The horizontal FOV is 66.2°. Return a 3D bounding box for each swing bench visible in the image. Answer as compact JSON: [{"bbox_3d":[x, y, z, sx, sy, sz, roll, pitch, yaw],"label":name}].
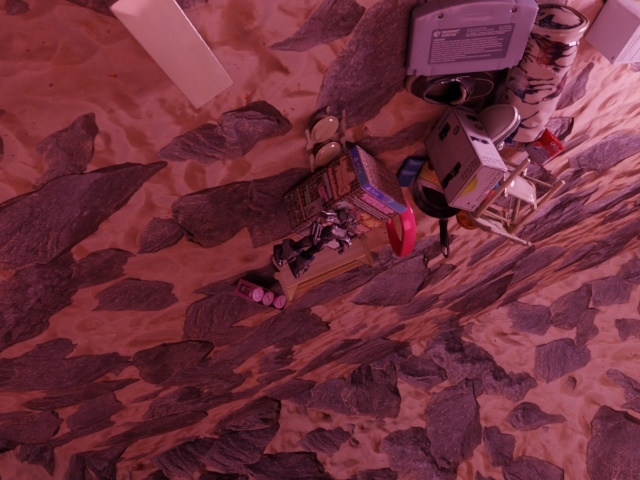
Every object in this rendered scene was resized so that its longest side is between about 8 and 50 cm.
[{"bbox_3d":[0.618,-0.137,1.615,0.253,0.165,0.254,16,105,-40],"label":"swing bench"}]

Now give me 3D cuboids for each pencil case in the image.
[{"bbox_3d":[0.590,-0.457,1.374,0.184,0.159,0.410,-8,146,0],"label":"pencil case"}]

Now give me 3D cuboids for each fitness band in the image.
[{"bbox_3d":[0.257,-0.066,1.674,0.054,0.209,0.291,-18,149,-6],"label":"fitness band"}]

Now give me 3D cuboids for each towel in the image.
[{"bbox_3d":[0.293,-0.227,1.635,0.067,0.029,0.119,-2,141,-29],"label":"towel"}]

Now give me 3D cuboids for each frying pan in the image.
[{"bbox_3d":[0.438,-0.115,1.678,0.197,0.326,0.053,-26,-171,39],"label":"frying pan"}]

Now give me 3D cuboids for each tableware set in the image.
[{"bbox_3d":[0.008,-0.283,1.372,0.128,0.039,0.194,-31,154,-11],"label":"tableware set"}]

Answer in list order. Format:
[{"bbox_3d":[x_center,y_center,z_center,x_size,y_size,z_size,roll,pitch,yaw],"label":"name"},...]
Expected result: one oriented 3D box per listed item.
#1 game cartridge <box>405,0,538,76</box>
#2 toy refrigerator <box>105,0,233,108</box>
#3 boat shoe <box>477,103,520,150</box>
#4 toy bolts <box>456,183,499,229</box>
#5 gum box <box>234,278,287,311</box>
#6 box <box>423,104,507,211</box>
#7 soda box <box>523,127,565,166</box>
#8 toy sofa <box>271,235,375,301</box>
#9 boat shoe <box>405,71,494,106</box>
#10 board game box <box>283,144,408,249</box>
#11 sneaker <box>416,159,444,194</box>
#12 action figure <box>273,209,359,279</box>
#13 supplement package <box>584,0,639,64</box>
[{"bbox_3d":[0.364,-0.506,1.206,0.294,0.060,0.196,-5,149,-1],"label":"game cartridge"},{"bbox_3d":[-0.294,-0.400,0.971,0.102,0.094,0.269,-35,147,4],"label":"toy refrigerator"},{"bbox_3d":[0.504,-0.312,1.497,0.099,0.116,0.319,9,161,-19],"label":"boat shoe"},{"bbox_3d":[0.552,-0.176,1.716,0.229,0.218,0.158,-21,158,-21],"label":"toy bolts"},{"bbox_3d":[-0.223,0.203,1.838,0.188,0.107,0.062,29,81,-51],"label":"gum box"},{"bbox_3d":[0.413,-0.248,1.433,0.087,0.290,0.169,10,137,-21],"label":"box"},{"bbox_3d":[0.740,-0.314,1.630,0.092,0.083,0.263,-41,176,26],"label":"soda box"},{"bbox_3d":[0.010,0.083,1.819,0.363,0.177,0.150,-24,172,-1],"label":"toy sofa"},{"bbox_3d":[0.370,-0.416,1.357,0.285,0.092,0.102,-5,143,-26],"label":"boat shoe"},{"bbox_3d":[0.076,-0.119,1.511,0.291,0.141,0.232,-30,148,26],"label":"board game box"},{"bbox_3d":[0.404,-0.201,1.572,0.081,0.209,0.094,-15,122,-48],"label":"sneaker"},{"bbox_3d":[0.000,0.000,1.442,0.285,0.099,0.185,-34,141,27],"label":"action figure"},{"bbox_3d":[0.915,-0.603,1.392,0.244,0.139,0.134,-12,147,-18],"label":"supplement package"}]
